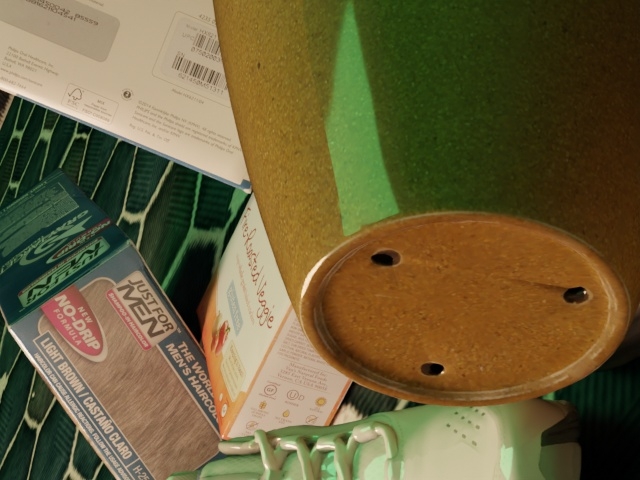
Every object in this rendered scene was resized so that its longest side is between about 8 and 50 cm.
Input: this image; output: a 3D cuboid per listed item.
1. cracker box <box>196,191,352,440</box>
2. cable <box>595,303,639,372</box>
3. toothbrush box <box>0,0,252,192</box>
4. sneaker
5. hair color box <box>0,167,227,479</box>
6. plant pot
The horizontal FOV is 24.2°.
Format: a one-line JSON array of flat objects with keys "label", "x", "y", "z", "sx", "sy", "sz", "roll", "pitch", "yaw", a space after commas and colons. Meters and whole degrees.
[{"label": "cracker box", "x": 0.000, "y": 0.000, "z": 0.947, "sx": 0.232, "sy": 0.067, "sz": 0.156, "roll": -63, "pitch": 22, "yaw": 21}, {"label": "cable", "x": 0.156, "y": -0.006, "z": 0.541, "sx": 0.139, "sy": 0.072, "sz": 0.287, "roll": -67, "pitch": 19, "yaw": -5}, {"label": "toothbrush box", "x": -0.122, "y": -0.158, "z": 1.101, "sx": 0.295, "sy": 0.216, "sz": 0.126, "roll": -92, "pitch": 26, "yaw": -77}, {"label": "sneaker", "x": 0.014, "y": 0.134, "z": 0.704, "sx": 0.297, "sy": 0.129, "sz": 0.111, "roll": -37, "pitch": 37, "yaw": 55}, {"label": "hair color box", "x": -0.175, "y": 0.063, "z": 1.163, "sx": 0.105, "sy": 0.174, "sz": 0.347, "roll": -35, "pitch": 19, "yaw": -9}, {"label": "plant pot", "x": 0.057, "y": -0.072, "z": 0.599, "sx": 0.237, "sy": 0.237, "sz": 0.254, "roll": -50, "pitch": 26, "yaw": 44}]
